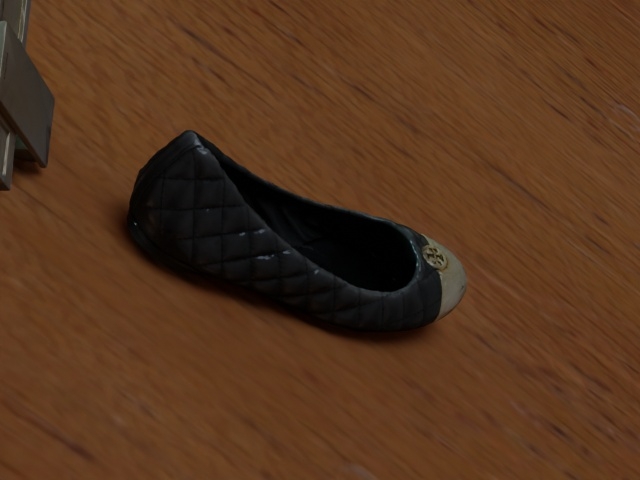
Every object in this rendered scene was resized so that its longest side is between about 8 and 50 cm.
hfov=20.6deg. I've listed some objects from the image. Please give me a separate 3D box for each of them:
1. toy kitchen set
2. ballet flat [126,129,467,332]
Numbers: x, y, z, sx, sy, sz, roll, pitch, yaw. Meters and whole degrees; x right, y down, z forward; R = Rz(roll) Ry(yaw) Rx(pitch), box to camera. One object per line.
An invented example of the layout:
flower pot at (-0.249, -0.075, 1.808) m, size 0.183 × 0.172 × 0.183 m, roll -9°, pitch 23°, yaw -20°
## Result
toy kitchen set at (-0.144, -0.057, 0.654) m, size 0.068 × 0.075 × 0.083 m, roll 69°, pitch 22°, yaw -69°
ballet flat at (0.000, 0.000, 0.717) m, size 0.173 × 0.049 × 0.057 m, roll 16°, pitch 37°, yaw -39°
